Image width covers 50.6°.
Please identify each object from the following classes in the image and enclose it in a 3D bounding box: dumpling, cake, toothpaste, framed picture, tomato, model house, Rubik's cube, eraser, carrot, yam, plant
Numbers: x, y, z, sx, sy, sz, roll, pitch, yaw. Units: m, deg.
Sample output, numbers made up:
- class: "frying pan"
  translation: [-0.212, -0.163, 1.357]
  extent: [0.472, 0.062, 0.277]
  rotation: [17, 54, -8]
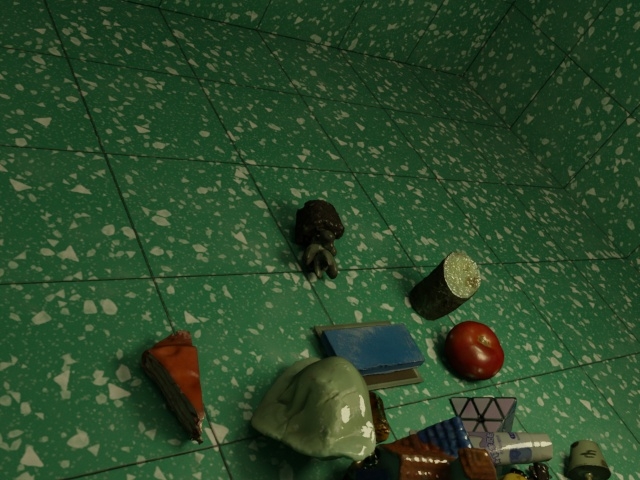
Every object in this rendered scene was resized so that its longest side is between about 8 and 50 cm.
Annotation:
- class: "dumpling"
  translation: [0.005, 0.411, 1.597]
  extent: [0.270, 0.320, 0.212]
  rotation: [-44, 97, -20]
- class: "cake"
  translation: [-0.323, 0.332, 1.535]
  extent: [0.135, 0.098, 0.287]
  rotation: [6, 38, -35]
- class: "toothpaste"
  translation: [0.428, 0.560, 1.809]
  extent: [0.371, 0.080, 0.125]
  rotation: [-1, 43, -4]
- class: "framed picture"
  translation: [0.140, 0.333, 1.960]
  extent: [0.293, 0.018, 0.231]
  rotation: [2, 46, -37]
- class: "tomato"
  translation: [0.475, 0.346, 2.106]
  extent: [0.195, 0.136, 0.195]
  rotation: [20, 40, -18]
- class: "model house"
  translation: [0.232, 0.513, 1.511]
  extent: [0.295, 0.329, 0.251]
  rotation: [10, 39, -16]
- class: "Rubik's cube"
  translation: [0.495, 0.513, 1.892]
  extent: [0.211, 0.178, 0.190]
  rotation: [26, 39, -8]
- class: "eraser"
  translation: [0.152, 0.313, 1.941]
  extent: [0.312, 0.042, 0.144]
  rotation: [0, 46, -38]
- class: "carrot"
  translation: [0.133, 0.439, 1.686]
  extent: [0.070, 0.070, 0.260]
  rotation: [32, 2, -3]
- class: "yam"
  translation: [0.399, 0.160, 2.190]
  extent: [0.154, 0.254, 0.154]
  rotation: [17, 51, -22]
- class: "plant"
  translation: [0.002, 0.000, 2.139]
  extent: [0.146, 0.149, 0.274]
  rotation: [17, 41, -21]

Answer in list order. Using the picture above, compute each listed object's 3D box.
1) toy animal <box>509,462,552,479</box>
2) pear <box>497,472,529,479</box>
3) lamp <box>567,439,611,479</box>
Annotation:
- class: "toy animal"
  translation: [0.589, 0.678, 1.841]
  extent: [0.148, 0.084, 0.232]
  rotation: [44, 31, -6]
- class: "pear"
  translation: [0.477, 0.678, 1.688]
  extent: [0.178, 0.178, 0.178]
  rotation: [21, 37, -17]
- class: "lamp"
  translation: [0.775, 0.690, 1.949]
  extent: [0.121, 0.121, 0.214]
  rotation: [25, 45, -12]
